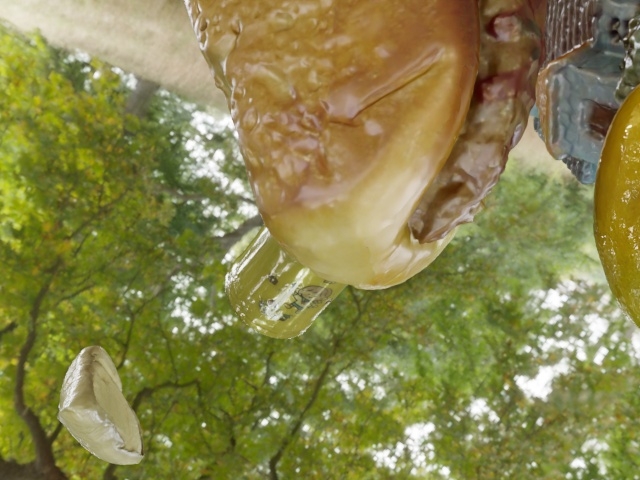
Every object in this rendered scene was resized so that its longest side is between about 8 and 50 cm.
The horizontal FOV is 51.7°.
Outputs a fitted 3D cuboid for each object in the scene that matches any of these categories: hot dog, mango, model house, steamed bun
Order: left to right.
[{"bbox_3d":[-0.422,0.304,1.218,0.212,0.110,0.231,-121,11,-49],"label":"steamed bun"},{"bbox_3d":[0.033,-0.179,0.491,0.185,0.223,0.405,17,-131,-65],"label":"hot dog"},{"bbox_3d":[0.416,-0.258,0.966,0.339,0.297,0.360,33,149,42],"label":"model house"},{"bbox_3d":[0.201,-0.016,0.362,0.066,0.101,0.187,-114,13,-58],"label":"mango"}]

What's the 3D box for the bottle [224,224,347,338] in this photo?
[{"bbox_3d":[0.000,0.000,1.030,0.171,0.351,0.171,23,-137,-23],"label":"bottle"}]
